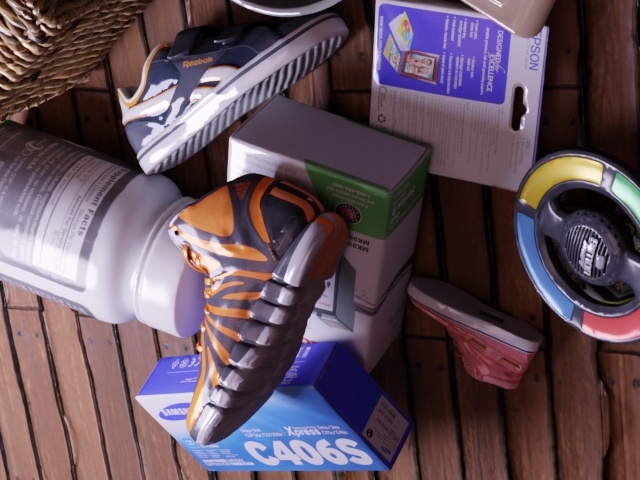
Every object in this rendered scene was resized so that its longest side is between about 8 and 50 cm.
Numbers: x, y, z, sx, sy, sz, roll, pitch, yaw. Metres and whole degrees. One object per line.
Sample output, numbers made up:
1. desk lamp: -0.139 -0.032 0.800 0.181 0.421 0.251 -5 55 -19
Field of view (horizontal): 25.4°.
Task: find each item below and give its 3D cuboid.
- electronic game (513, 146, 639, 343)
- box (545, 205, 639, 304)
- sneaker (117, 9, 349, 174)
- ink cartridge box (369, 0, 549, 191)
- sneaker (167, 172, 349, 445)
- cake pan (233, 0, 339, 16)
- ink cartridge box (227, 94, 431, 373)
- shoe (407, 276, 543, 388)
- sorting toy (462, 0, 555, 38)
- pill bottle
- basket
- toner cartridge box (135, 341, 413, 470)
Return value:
1. electronic game: 0.302 0.007 1.555 0.229 0.048 0.229 29 132 39
2. box: 0.356 0.018 1.628 0.207 0.036 0.114 0 112 26
3. sneaker: -0.120 -0.208 1.702 0.321 0.126 0.127 -31 83 25
4. ink cartridge box: 0.159 -0.169 1.632 0.208 0.045 0.206 14 118 21
5. sneaker: -0.107 0.068 1.638 0.180 0.124 0.321 33 103 20
6. cake pan: -0.038 -0.403 1.604 0.293 0.054 0.293 9 111 25
7. ink cartridge box: 0.000 0.000 1.713 0.211 0.121 0.289 20 129 18
8. shoe: 0.178 0.115 1.739 0.178 0.063 0.081 25 116 7
9. sorting toy: 0.187 -0.348 1.528 0.208 0.038 0.193 36 124 22
10. pill bottle: -0.302 -0.014 1.828 0.361 0.204 0.204 20 119 16
11. basket: -0.360 -0.293 1.673 0.213 0.299 0.223 48 123 -1
12. toner cartridge box: -0.066 0.218 1.812 0.348 0.075 0.165 -10 129 46
